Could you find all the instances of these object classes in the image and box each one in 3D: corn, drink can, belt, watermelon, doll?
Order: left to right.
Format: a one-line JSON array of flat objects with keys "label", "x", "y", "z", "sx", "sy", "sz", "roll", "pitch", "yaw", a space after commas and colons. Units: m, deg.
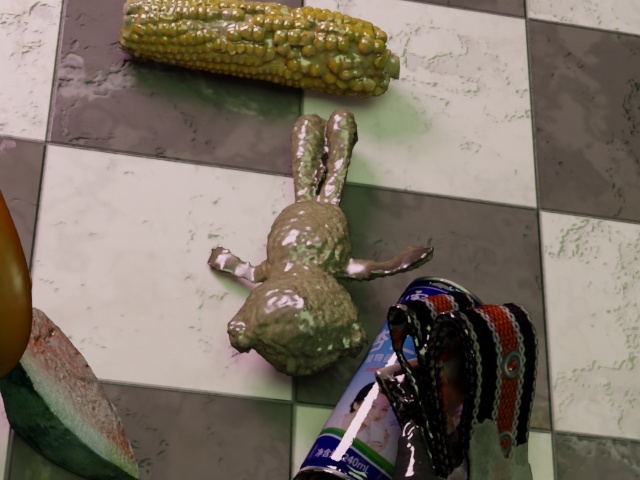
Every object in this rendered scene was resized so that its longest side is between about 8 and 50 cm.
[{"label": "watermelon", "x": -0.224, "y": 0.141, "z": 1.470, "sx": 0.094, "sy": 0.081, "sz": 0.180, "roll": -25, "pitch": 83, "yaw": -43}, {"label": "corn", "x": -0.059, "y": -0.201, "z": 1.709, "sx": 0.288, "sy": 0.086, "sz": 0.086, "roll": 8, "pitch": 57, "yaw": -8}, {"label": "doll", "x": -0.018, "y": 0.001, "z": 1.605, "sx": 0.202, "sy": 0.091, "sz": 0.286, "roll": -15, "pitch": 54, "yaw": -13}, {"label": "drink can", "x": 0.068, "y": 0.147, "z": 1.523, "sx": 0.097, "sy": 0.097, "sz": 0.235, "roll": 30, "pitch": 56, "yaw": 5}, {"label": "belt", "x": 0.137, "y": 0.221, "z": 1.420, "sx": 0.094, "sy": 0.126, "sz": 0.360, "roll": -10, "pitch": 88, "yaw": -41}]

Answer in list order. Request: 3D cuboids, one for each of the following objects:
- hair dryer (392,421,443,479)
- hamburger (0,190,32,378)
[{"label": "hair dryer", "x": 0.067, "y": 0.305, "z": 1.314, "sx": 0.189, "sy": 0.107, "sz": 0.352, "roll": 14, "pitch": 57, "yaw": -33}, {"label": "hamburger", "x": -0.408, "y": 0.009, "z": 1.332, "sx": 0.396, "sy": 0.396, "sz": 0.277, "roll": 42, "pitch": 58, "yaw": 12}]
